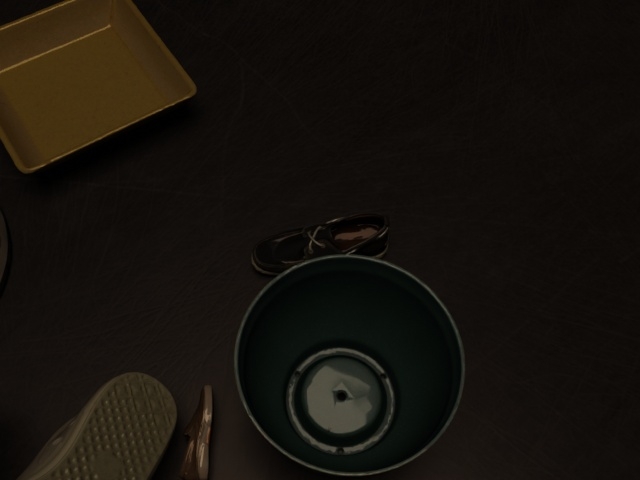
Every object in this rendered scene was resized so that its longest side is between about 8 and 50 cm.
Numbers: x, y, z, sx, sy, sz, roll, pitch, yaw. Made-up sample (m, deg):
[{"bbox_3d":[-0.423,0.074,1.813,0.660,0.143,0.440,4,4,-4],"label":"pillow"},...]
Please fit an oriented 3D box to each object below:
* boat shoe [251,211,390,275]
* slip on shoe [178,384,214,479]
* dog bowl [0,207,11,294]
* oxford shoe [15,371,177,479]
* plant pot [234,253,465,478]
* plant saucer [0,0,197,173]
[{"bbox_3d":[0.000,0.000,1.139,0.233,0.079,0.084,-10,64,-6],"label":"boat shoe"},{"bbox_3d":[-0.175,0.273,0.996,0.041,0.051,0.135,3,69,-4],"label":"slip on shoe"},{"bbox_3d":[-0.701,0.010,1.057,0.407,0.150,0.408,2,61,-3],"label":"dog bowl"},{"bbox_3d":[-0.316,0.335,0.823,0.169,0.130,0.449,43,31,-8],"label":"oxford shoe"},{"bbox_3d":[0.033,0.194,0.965,0.293,0.196,0.293,1,60,-2],"label":"plant pot"},{"bbox_3d":[-0.441,-0.287,1.273,0.332,0.081,0.333,-30,67,-17],"label":"plant saucer"}]
